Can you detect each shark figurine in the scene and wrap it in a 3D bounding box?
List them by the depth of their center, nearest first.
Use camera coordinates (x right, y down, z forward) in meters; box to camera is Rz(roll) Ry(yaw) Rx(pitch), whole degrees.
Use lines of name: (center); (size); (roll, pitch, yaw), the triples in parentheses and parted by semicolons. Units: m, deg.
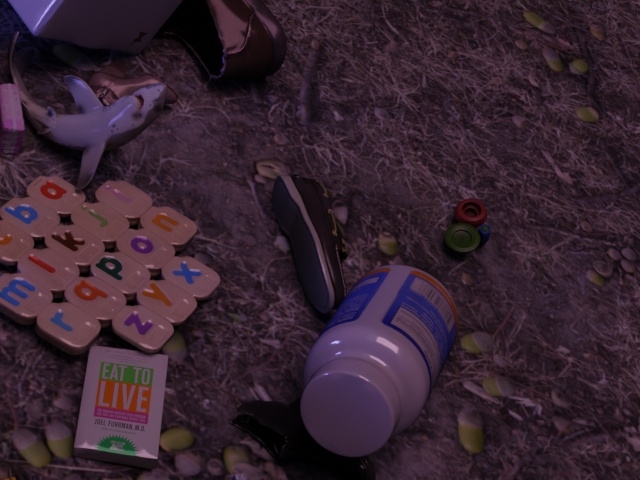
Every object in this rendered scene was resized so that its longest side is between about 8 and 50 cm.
shark figurine: (-0.322, -0.162, 1.932); (0.278, 0.166, 0.116); (22, 5, 28)

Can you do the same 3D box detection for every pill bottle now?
pill bottle: (0.068, 0.147, 1.754); (0.152, 0.152, 0.272); (33, 29, 3)

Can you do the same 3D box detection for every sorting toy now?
sorting toy: (0.215, -0.011, 2.101); (0.061, 0.042, 0.102); (18, 56, 9)

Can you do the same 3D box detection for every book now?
book: (-0.232, 0.193, 1.690); (0.096, 0.035, 0.144); (11, 48, -12)

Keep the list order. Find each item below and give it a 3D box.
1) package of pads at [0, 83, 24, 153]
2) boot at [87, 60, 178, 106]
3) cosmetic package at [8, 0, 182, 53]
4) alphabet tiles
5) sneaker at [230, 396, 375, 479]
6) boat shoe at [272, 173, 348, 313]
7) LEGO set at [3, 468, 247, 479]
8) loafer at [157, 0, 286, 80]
package of pads: (-0.408, -0.159, 1.895); (0.032, 0.050, 0.083); (3, 51, -25)
boot: (-0.267, -0.199, 2.016); (0.118, 0.042, 0.087); (27, 51, -2)
cosmetic package: (-0.402, -0.484, 2.057); (0.453, 0.161, 0.230); (52, 25, 20)
alphabet tiles: (-0.278, 0.027, 1.804); (0.278, 0.021, 0.284); (30, 43, 9)
sneaker: (-0.020, 0.248, 1.738); (0.089, 0.051, 0.170); (-27, 62, -41)
boat shoe: (0.000, 0.000, 1.943); (0.069, 0.081, 0.227); (-3, 50, -24)
LEGO set: (-0.178, 0.360, 1.452); (0.331, 0.192, 0.255); (6, 49, -22)
loafer: (-0.205, -0.376, 2.132); (0.366, 0.134, 0.130); (45, 46, 15)
